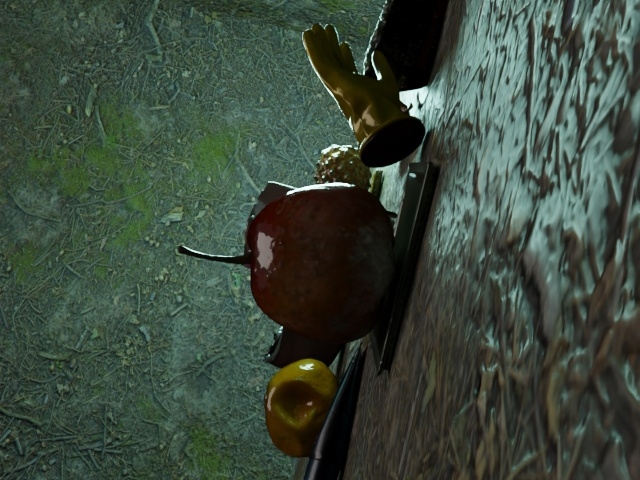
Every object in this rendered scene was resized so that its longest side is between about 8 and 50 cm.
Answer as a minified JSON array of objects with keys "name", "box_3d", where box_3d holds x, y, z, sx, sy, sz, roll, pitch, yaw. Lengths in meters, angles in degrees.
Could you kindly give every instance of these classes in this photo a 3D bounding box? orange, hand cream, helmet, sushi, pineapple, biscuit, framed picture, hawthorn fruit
[{"name":"orange","box_3d":[-0.057,0.425,1.682,0.249,0.183,0.249,-166,90,-88]},{"name":"hand cream","box_3d":[0.036,0.329,1.215,0.120,0.061,0.271,93,-163,-61]},{"name":"helmet","box_3d":[-0.021,0.245,1.893,0.338,0.197,0.271,-63,-4,-62]},{"name":"sushi","box_3d":[0.165,-0.404,1.261,0.136,0.126,0.225,100,-176,-82]},{"name":"pineapple","box_3d":[0.057,-0.079,1.826,0.175,0.174,0.362,102,172,-80]},{"name":"biscuit","box_3d":[0.142,-0.086,1.871,0.131,0.025,0.231,112,171,-88]},{"name":"framed picture","box_3d":[0.117,0.029,0.967,0.231,0.018,0.294,-79,2,-83]},{"name":"hawthorn fruit","box_3d":[-0.001,0.026,0.962,0.231,0.262,0.235,-56,-34,-14]}]

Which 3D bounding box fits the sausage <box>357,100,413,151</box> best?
[{"name":"sausage","box_3d":[0.137,-0.229,1.359,0.328,0.112,0.112,133,150,-86]}]

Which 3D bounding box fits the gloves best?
[{"name":"gloves","box_3d":[0.061,-0.274,1.132,0.133,0.116,0.295,19,-141,-56]}]

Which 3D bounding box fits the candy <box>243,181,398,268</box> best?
[{"name":"candy","box_3d":[0.000,0.000,1.180,0.156,0.264,0.116,-77,3,-52]}]
